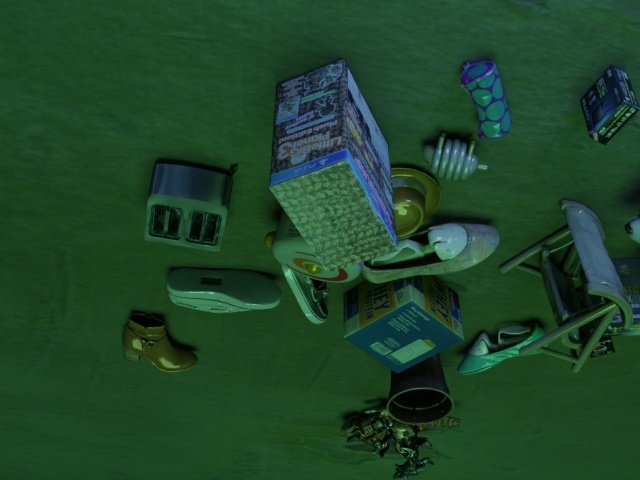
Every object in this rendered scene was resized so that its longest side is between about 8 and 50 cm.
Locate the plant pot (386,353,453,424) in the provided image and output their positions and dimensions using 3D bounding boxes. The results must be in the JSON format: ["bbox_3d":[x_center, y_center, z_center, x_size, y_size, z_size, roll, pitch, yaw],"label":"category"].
[{"bbox_3d":[0.246,0.353,2.025,0.167,0.165,0.167,0,137,0],"label":"plant pot"}]

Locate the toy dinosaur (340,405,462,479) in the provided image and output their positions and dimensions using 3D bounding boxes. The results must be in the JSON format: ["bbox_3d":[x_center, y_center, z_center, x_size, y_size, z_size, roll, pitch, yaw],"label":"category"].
[{"bbox_3d":[0.227,0.548,2.249,0.322,0.164,0.218,-1,123,33],"label":"toy dinosaur"}]

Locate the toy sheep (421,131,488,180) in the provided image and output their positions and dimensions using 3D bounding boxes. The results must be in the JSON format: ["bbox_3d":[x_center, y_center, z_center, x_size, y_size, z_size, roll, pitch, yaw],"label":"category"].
[{"bbox_3d":[0.262,-0.159,1.556,0.132,0.091,0.091,16,137,10],"label":"toy sheep"}]

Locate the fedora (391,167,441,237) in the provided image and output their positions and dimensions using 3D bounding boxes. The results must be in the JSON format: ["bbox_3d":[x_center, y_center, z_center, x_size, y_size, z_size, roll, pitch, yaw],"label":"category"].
[{"bbox_3d":[0.161,-0.062,1.660,0.195,0.079,0.194,0,136,0],"label":"fedora"}]

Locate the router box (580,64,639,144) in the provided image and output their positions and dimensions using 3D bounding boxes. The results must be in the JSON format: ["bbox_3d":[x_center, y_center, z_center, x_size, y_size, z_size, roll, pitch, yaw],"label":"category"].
[{"bbox_3d":[0.520,-0.245,1.438,0.038,0.122,0.092,22,132,-15],"label":"router box"}]

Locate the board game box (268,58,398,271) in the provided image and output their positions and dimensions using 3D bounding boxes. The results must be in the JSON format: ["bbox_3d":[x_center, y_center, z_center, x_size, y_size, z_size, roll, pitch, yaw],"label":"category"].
[{"bbox_3d":[0.027,-0.136,1.433,0.141,0.291,0.232,-18,132,18],"label":"board game box"}]

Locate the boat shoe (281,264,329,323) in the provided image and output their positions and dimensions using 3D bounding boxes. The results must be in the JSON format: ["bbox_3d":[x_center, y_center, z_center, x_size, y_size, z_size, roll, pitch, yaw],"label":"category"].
[{"bbox_3d":[-0.018,0.113,1.842,0.070,0.077,0.219,-15,132,16],"label":"boat shoe"}]

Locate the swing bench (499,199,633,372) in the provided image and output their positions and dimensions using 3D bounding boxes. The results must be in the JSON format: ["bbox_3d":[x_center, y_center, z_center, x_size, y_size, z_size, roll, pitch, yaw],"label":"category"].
[{"bbox_3d":[0.536,0.097,1.698,0.165,0.253,0.254,18,134,-18],"label":"swing bench"}]

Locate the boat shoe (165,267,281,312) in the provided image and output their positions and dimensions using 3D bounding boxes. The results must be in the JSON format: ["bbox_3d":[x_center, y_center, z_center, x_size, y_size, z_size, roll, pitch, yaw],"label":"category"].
[{"bbox_3d":[-0.224,0.129,1.850,0.268,0.096,0.088,3,140,-2],"label":"boat shoe"}]

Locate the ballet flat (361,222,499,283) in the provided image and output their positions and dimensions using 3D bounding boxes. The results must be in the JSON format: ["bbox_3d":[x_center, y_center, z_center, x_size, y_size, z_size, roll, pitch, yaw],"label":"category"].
[{"bbox_3d":[0.225,0.022,1.718,0.316,0.107,0.106,-18,148,17],"label":"ballet flat"}]

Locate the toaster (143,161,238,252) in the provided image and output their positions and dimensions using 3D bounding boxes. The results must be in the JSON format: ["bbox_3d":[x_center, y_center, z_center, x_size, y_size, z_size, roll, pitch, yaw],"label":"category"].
[{"bbox_3d":[-0.269,-0.070,1.633,0.168,0.110,0.185,9,135,-10],"label":"toaster"}]

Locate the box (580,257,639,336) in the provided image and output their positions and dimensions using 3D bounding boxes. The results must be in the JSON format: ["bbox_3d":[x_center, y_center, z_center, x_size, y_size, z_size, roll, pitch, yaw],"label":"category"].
[{"bbox_3d":[0.716,0.123,1.774,0.231,0.183,0.056,-2,137,4],"label":"box"}]

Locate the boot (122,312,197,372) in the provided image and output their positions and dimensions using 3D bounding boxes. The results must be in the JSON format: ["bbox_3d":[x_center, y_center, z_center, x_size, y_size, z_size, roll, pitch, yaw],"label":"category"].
[{"bbox_3d":[-0.398,0.255,1.998,0.197,0.073,0.152,9,131,-12],"label":"boot"}]

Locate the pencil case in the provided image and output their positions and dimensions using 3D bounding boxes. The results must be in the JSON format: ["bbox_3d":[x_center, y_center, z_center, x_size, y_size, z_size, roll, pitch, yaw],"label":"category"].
[{"bbox_3d":[0.305,-0.258,1.468,0.070,0.064,0.151,-27,131,5],"label":"pencil case"}]

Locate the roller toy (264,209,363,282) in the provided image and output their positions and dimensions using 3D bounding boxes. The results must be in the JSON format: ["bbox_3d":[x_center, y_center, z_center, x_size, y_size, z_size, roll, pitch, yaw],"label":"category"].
[{"bbox_3d":[0.000,0.000,1.634,0.209,0.146,0.191,21,159,-8],"label":"roller toy"}]

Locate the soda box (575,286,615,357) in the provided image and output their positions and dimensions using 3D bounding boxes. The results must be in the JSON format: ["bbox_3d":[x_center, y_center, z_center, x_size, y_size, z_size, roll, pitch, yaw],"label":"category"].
[{"bbox_3d":[0.630,0.185,1.847,0.060,0.168,0.053,-17,132,17],"label":"soda box"}]

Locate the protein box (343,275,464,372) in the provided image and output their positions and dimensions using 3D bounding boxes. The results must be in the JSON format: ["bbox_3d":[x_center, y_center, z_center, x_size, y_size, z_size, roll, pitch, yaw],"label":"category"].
[{"bbox_3d":[0.192,0.178,1.865,0.201,0.136,0.200,-34,126,30],"label":"protein box"}]

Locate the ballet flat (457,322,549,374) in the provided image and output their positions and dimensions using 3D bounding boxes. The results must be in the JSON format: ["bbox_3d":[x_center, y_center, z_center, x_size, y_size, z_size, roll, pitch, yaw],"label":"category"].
[{"bbox_3d":[0.449,0.263,2.006,0.247,0.083,0.087,-22,107,21],"label":"ballet flat"}]

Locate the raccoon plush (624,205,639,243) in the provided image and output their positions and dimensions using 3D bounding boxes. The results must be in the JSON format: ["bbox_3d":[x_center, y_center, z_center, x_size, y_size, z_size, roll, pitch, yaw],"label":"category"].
[{"bbox_3d":[0.851,-0.036,1.645,0.447,0.216,0.299,-16,126,-8],"label":"raccoon plush"}]
